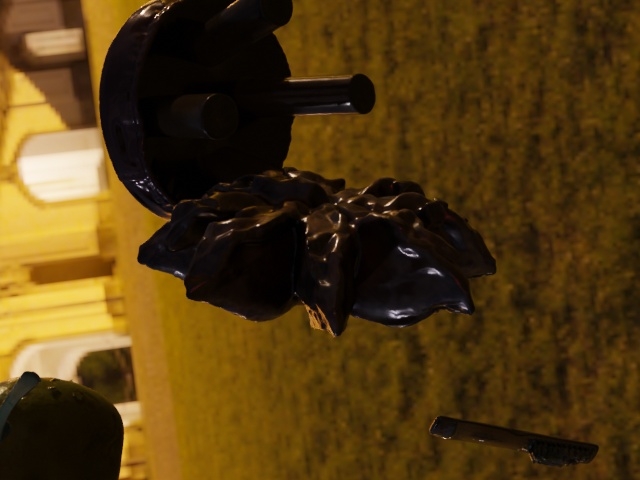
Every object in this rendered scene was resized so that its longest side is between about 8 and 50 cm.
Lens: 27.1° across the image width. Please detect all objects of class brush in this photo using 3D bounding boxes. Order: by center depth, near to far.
[{"bbox_3d":[0.210,0.222,1.430,0.027,0.190,0.034,-90,18,-45],"label":"brush"}]

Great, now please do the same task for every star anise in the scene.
[{"bbox_3d":[-0.001,0.001,1.194,0.332,0.331,0.118,-121,30,-72],"label":"star anise"}]

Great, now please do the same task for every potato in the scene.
[{"bbox_3d":[-0.338,0.254,1.580,0.148,0.253,0.186,33,118,34],"label":"potato"}]

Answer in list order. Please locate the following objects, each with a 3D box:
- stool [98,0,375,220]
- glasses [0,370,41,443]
[{"bbox_3d":[-0.090,-0.148,1.461,0.178,0.272,0.272,1,101,44],"label":"stool"},{"bbox_3d":[-0.275,0.234,1.133,0.190,0.088,0.220,-54,11,52],"label":"glasses"}]
